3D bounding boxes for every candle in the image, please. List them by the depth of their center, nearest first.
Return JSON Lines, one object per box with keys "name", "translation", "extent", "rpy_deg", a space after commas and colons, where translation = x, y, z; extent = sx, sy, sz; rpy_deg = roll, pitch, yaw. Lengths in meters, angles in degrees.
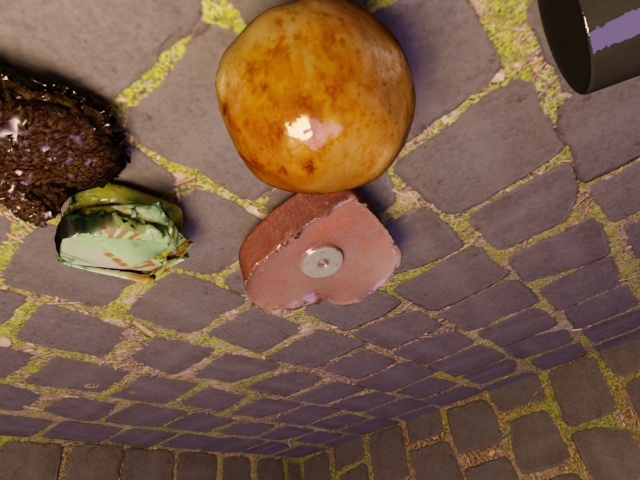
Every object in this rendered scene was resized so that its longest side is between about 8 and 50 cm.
{"name": "candle", "translation": [0.000, 0.000, 0.830], "extent": [0.316, 0.131, 0.287], "rpy_deg": [-7, 137, -20]}

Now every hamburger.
{"name": "hamburger", "translation": [-0.320, -0.020, 0.724], "extent": [0.214, 0.125, 0.235], "rpy_deg": [5, 144, -29]}

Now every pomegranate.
{"name": "pomegranate", "translation": [-0.002, -0.171, 0.521], "extent": [0.248, 0.248, 0.248], "rpy_deg": [-7, 143, -5]}

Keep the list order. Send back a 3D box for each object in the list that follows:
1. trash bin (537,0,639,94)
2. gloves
{"name": "trash bin", "translation": [0.432, -0.309, 0.455], "extent": [0.333, 0.214, 0.214], "rpy_deg": [-20, 142, 19]}
{"name": "gloves", "translation": [-0.409, -0.130, 0.548], "extent": [0.312, 0.135, 0.210], "rpy_deg": [6, 134, -25]}
